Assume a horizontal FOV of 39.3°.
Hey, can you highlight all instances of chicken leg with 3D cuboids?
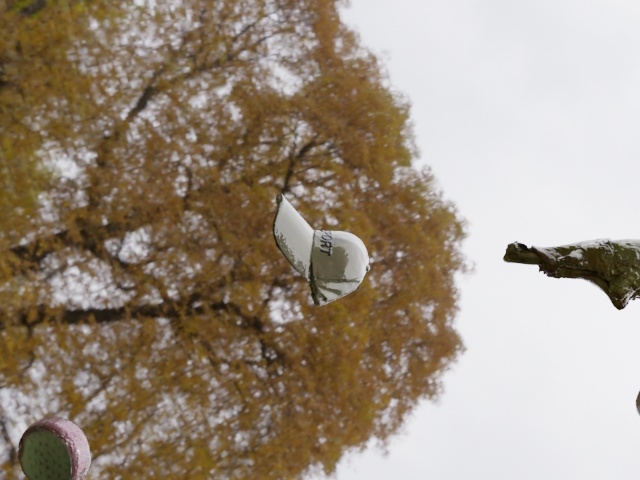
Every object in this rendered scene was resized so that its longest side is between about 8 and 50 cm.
[{"bbox_3d":[0.285,0.028,0.966,0.178,0.093,0.070,11,-53,17],"label":"chicken leg"}]

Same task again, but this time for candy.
[{"bbox_3d":[-0.357,0.288,1.205,0.103,0.043,0.103,4,-79,24],"label":"candy"}]

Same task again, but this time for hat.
[{"bbox_3d":[0.000,0.000,1.289,0.085,0.147,0.175,-27,-60,16],"label":"hat"}]

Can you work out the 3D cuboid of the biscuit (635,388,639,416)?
[{"bbox_3d":[0.413,0.173,0.748,0.290,0.062,0.237,36,-27,23],"label":"biscuit"}]
